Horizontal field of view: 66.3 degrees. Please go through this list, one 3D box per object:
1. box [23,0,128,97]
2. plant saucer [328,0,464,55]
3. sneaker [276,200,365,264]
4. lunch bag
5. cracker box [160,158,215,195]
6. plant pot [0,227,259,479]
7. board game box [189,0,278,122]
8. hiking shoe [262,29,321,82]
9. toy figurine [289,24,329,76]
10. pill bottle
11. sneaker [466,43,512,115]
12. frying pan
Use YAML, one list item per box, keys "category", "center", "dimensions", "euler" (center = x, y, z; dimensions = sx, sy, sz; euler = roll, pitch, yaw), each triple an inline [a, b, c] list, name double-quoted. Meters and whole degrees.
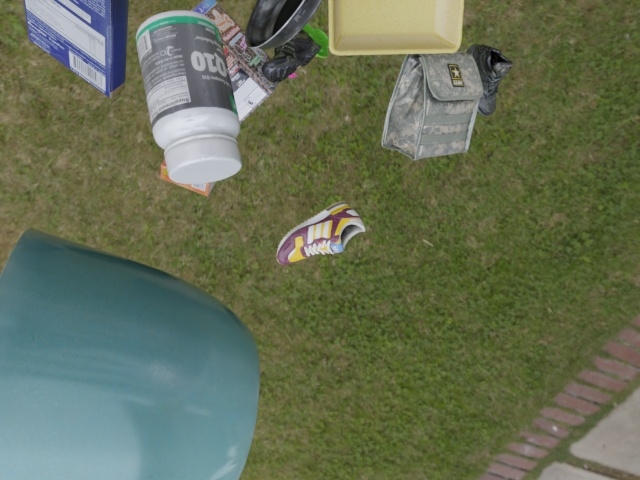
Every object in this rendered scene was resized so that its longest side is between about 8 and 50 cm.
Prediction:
- category: "box"
  center: [-0.292, -0.290, 0.579]
  dimensions: [0.136, 0.036, 0.225]
  euler: [36, 147, -3]
- category: "plant saucer"
  center: [0.164, -0.599, 1.112]
  dimensions: [0.332, 0.081, 0.333]
  euler: [-7, 111, -15]
- category: "sneaker"
  center: [0.000, 0.000, 0.971]
  dimensions: [0.185, 0.084, 0.069]
  euler: [-37, 147, -5]
- category: "lunch bag"
  center: [0.325, -0.392, 1.384]
  dimensions: [0.235, 0.169, 0.287]
  euler: [-13, 123, -36]
- category: "cracker box"
  center: [-0.379, -0.265, 1.540]
  dimensions: [0.155, 0.232, 0.067]
  euler: [21, 142, -5]
- category: "plant pot"
  center: [-0.200, 0.156, 0.491]
  dimensions: [0.235, 0.293, 0.293]
  euler: [14, 119, -23]
- category: "board game box"
  center: [-0.295, -0.490, 1.410]
  dimensions: [0.232, 0.141, 0.291]
  euler: [-31, 118, 35]
- category: "hiking shoe"
  center: [-0.101, -0.520, 1.354]
  dimensions: [0.114, 0.227, 0.086]
  euler: [49, 141, -5]
- category: "toy figurine"
  center: [-0.066, -0.600, 1.588]
  dimensions: [0.159, 0.173, 0.130]
  euler: [-33, 99, 36]
- category: "pill bottle"
  center: [-0.307, -0.331, 1.170]
  dimensions: [0.204, 0.204, 0.361]
  euler: [-14, 82, 4]
- category: "sneaker"
  center: [0.523, -0.484, 1.507]
  dimensions: [0.087, 0.130, 0.228]
  euler: [-26, 122, -16]
- category: "frying pan"
  center: [-0.005, -0.404, 0.729]
  dimensions: [0.053, 0.197, 0.326]
  euler: [29, 140, -36]
